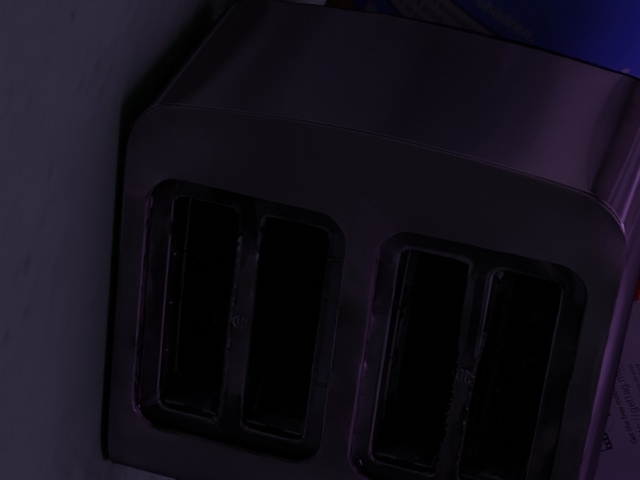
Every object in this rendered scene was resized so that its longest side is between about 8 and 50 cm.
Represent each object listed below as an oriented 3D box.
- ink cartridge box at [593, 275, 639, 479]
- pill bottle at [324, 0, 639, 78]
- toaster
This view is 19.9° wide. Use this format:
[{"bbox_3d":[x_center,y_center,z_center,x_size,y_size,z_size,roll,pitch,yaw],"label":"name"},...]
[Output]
[{"bbox_3d":[0.118,0.055,1.200,0.130,0.272,0.309,65,23,-18],"label":"ink cartridge box"},{"bbox_3d":[0.121,-0.151,0.659,0.272,0.152,0.152,-59,-179,31],"label":"pill bottle"},{"bbox_3d":[0.026,0.010,0.617,0.110,0.168,0.185,-60,160,-60],"label":"toaster"}]
